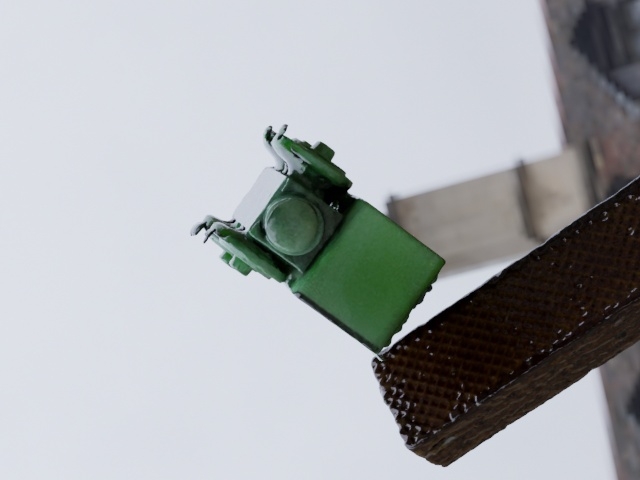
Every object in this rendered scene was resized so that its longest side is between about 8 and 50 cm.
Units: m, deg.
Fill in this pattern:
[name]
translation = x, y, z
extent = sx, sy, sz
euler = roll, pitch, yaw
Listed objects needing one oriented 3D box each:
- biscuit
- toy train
[biscuit]
translation = 0.223, 0.056, 1.752
extent = 0.073, 0.388, 0.107
euler = 32, -152, -50
[toy train]
translation = 0.000, 0.000, 1.717
extent = 0.188, 0.132, 0.243
euler = 37, 180, -10
